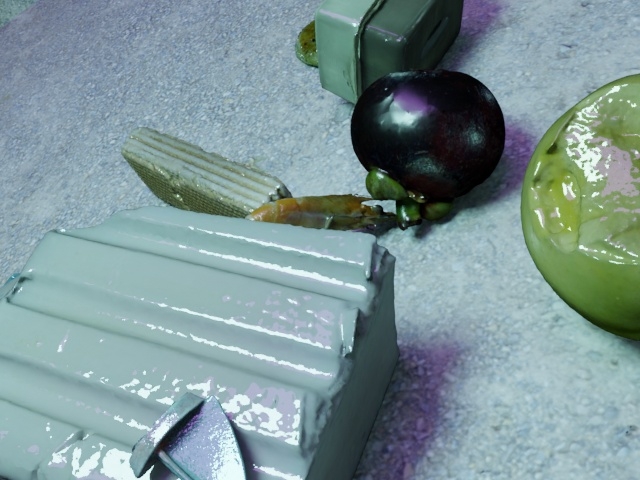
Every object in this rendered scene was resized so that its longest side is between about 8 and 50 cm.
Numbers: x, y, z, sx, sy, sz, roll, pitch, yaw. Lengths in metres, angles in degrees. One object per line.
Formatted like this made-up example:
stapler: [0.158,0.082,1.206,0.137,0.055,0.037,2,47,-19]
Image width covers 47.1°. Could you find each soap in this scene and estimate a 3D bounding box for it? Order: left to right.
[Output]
soap: [-0.161,0.157,0.829,0.435,0.213,0.350,10,58,19]

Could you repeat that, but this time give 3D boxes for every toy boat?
toy boat: [-0.097,0.196,0.642,0.122,0.034,0.096,33,67,22]

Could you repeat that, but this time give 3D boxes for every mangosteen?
mangosteen: [0.153,-0.135,1.029,0.216,0.216,0.216,-17,43,16]

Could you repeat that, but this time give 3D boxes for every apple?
apple: [0.344,-0.028,0.761,0.279,0.279,0.279,-17,43,16]

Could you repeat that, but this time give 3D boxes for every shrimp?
shrimp: [0.000,0.000,1.035,0.249,0.150,0.068,-20,12,-15]

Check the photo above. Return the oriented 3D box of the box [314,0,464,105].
box: [0.122,-0.369,1.253,0.166,0.220,0.290,25,63,20]

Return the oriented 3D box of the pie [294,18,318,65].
pie: [0.032,-0.418,1.490,0.187,0.041,0.186,-16,44,16]

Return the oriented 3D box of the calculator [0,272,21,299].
calculator: [-0.494,0.159,1.220,0.256,0.054,0.386,-35,40,-4]

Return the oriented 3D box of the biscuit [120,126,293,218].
biscuit: [-0.185,-0.088,1.214,0.426,0.144,0.078,23,65,44]
